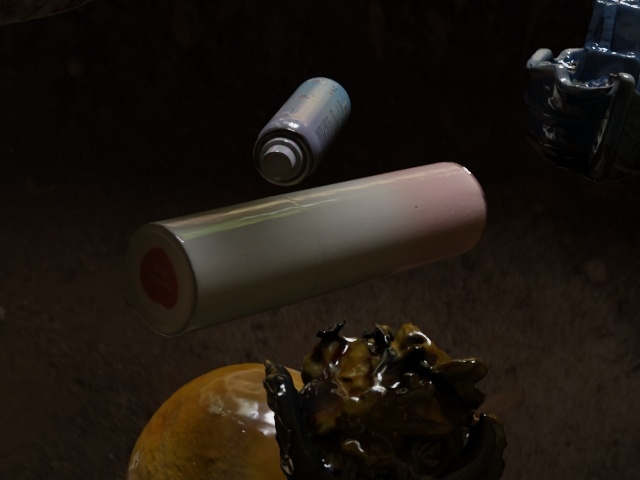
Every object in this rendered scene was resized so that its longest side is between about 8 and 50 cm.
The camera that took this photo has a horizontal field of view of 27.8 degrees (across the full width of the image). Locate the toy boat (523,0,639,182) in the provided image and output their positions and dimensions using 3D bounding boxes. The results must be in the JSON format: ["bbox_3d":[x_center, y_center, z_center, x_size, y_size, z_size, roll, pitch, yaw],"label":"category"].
[{"bbox_3d":[0.239,-0.138,1.102,0.129,0.309,0.142,12,104,4],"label":"toy boat"}]

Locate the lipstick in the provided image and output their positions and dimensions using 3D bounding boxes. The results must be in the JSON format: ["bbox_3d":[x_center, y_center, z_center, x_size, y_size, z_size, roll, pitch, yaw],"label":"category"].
[{"bbox_3d":[0.000,0.000,1.046,0.327,0.087,0.087,-14,61,-42],"label":"lipstick"}]

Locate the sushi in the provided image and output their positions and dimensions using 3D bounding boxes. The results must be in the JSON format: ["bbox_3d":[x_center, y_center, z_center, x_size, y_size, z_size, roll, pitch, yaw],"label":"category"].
[{"bbox_3d":[0.057,0.181,1.239,0.204,0.213,0.200,-19,111,-8],"label":"sushi"}]

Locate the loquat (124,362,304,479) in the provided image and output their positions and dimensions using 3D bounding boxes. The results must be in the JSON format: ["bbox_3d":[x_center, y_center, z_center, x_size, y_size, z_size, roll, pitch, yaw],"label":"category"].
[{"bbox_3d":[-0.084,0.315,1.619,0.329,0.328,0.328,-2,68,4],"label":"loquat"}]

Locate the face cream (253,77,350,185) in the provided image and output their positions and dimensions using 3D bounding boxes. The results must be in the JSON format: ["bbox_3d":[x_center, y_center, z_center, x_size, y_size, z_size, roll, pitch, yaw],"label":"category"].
[{"bbox_3d":[-0.022,-0.122,1.477,0.075,0.229,0.075,5,113,11],"label":"face cream"}]

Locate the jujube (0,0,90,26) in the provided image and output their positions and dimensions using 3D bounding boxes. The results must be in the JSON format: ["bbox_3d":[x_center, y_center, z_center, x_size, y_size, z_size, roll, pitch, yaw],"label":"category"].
[{"bbox_3d":[-0.213,-0.282,0.922,0.246,0.215,0.308,42,47,20],"label":"jujube"}]
